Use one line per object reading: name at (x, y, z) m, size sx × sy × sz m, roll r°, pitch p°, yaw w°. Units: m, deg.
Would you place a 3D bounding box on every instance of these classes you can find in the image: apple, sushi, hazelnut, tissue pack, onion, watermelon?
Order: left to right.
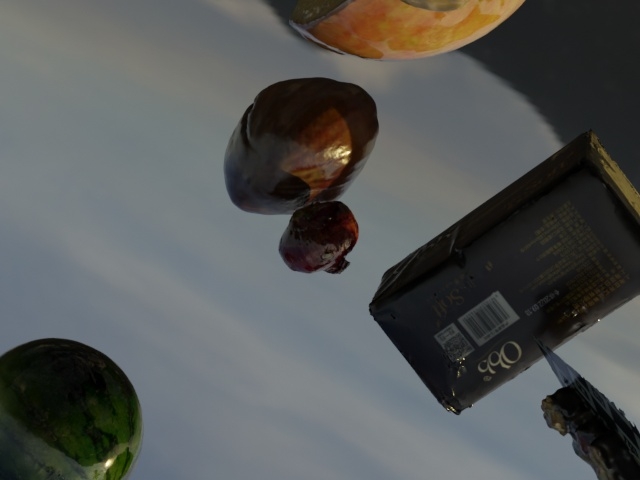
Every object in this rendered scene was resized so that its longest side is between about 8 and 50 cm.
watermelon at (-0.347, 0.247, 2.187) m, size 0.242 × 0.242 × 0.242 m, roll 26°, pitch -174°, yaw -3°
hazelnut at (-0.035, -0.124, 2.177) m, size 0.181 × 0.212 × 0.181 m, roll 10°, pitch -126°, yaw -34°
onion at (0.000, 0.000, 2.099) m, size 0.097 × 0.107 × 0.107 m, roll 57°, pitch -175°, yaw -4°
apple at (0.133, -0.348, 1.980) m, size 0.314 × 0.252 × 0.309 m, roll -17°, pitch -177°, yaw -32°
tissue pack at (0.265, 0.051, 2.240) m, size 0.210 × 0.370 × 0.198 m, roll 52°, pitch -163°, yaw -11°
sushi at (0.340, 0.262, 2.006) m, size 0.264 × 0.050 × 0.290 m, roll 57°, pitch 175°, yaw -25°

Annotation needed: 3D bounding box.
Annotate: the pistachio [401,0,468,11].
pistachio at (0.054, -0.360, 1.630) m, size 0.193 × 0.214 × 0.318 m, roll -35°, pitch -92°, yaw -38°
